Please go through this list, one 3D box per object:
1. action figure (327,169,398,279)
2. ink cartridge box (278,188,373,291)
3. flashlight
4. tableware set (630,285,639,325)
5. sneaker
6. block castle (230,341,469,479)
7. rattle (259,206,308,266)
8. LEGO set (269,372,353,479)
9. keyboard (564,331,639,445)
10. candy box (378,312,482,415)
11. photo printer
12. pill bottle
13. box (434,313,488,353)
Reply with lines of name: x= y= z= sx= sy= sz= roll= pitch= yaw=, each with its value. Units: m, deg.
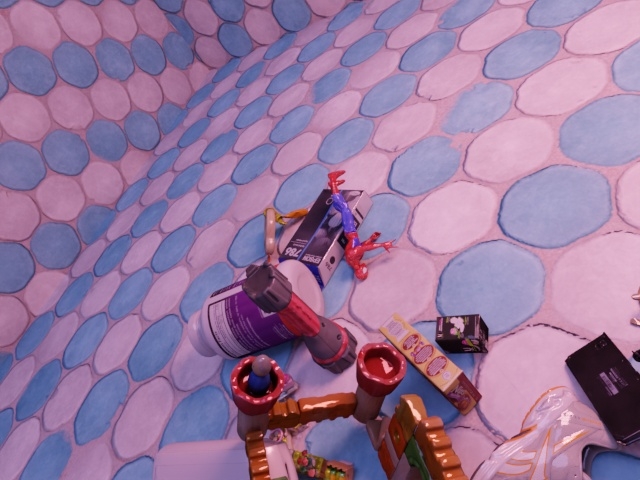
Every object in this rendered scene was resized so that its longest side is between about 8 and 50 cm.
action figure: x=0.108 y=-0.043 z=1.166 sx=0.138 sy=0.091 sz=0.281 roll=-10 pitch=73 yaw=1
ink cartridge box: x=0.000 y=0.000 z=1.269 sx=0.165 sy=0.065 sz=0.333 roll=8 pitch=60 yaw=43
flashlight: x=-0.034 y=0.165 z=0.939 sx=0.103 sy=0.304 sz=0.103 roll=-14 pitch=46 yaw=29
tableware set: x=0.593 y=0.088 z=0.695 sx=0.194 sy=0.039 sz=0.128 roll=12 pitch=62 yaw=46
sneaker: x=0.313 y=0.337 z=0.651 sx=0.262 sy=0.099 sz=0.121 roll=-47 pitch=43 yaw=-6
block castle: x=0.047 y=0.360 z=0.633 sx=0.302 sy=0.213 sz=0.453 roll=-3 pitch=40 yaw=-16
rattle: x=-0.115 y=0.002 z=1.391 sx=0.130 sy=0.142 sz=0.200 roll=-48 pitch=40 yaw=49
LEGO set: x=-0.062 y=0.387 z=0.906 sx=0.132 sy=0.107 sz=0.287 roll=-44 pitch=38 yaw=-4
keyboard: x=0.441 y=0.204 z=0.672 sx=0.108 sy=0.023 sz=0.180 roll=-43 pitch=15 yaw=20
candy box: x=0.197 y=0.222 z=0.845 sx=0.053 sy=0.109 sz=0.186 roll=-45 pitch=37 yaw=-6
photo printer: x=-0.166 y=0.495 z=0.830 sx=0.307 sy=0.107 sz=0.256 roll=-17 pitch=69 yaw=28
pill bottle: x=-0.163 y=0.181 z=1.133 sx=0.322 sy=0.181 sz=0.182 roll=-24 pitch=41 yaw=22
box: x=0.267 y=0.177 z=0.867 sx=0.083 sy=0.062 sz=0.052 roll=-10 pitch=49 yaw=33
